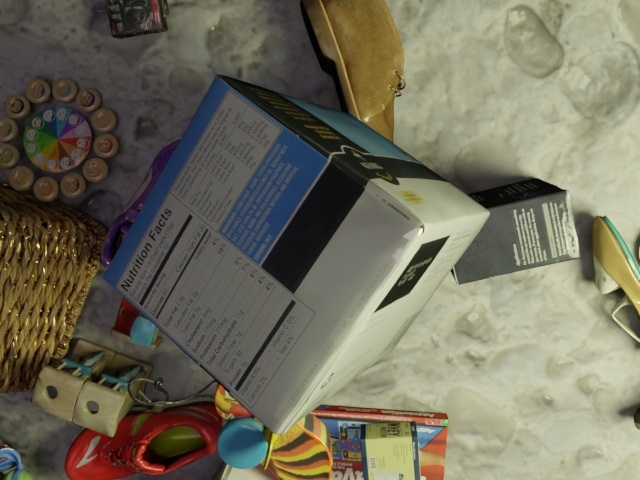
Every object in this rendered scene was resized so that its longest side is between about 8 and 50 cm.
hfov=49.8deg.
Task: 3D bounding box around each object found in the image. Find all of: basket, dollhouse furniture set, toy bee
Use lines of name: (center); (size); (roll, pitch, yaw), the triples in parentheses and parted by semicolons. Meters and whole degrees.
basket: (-0.501, 0.062, 1.027); (0.213, 0.223, 0.299); (30, 103, 35)
dollhouse furniture set: (-0.317, 0.159, 1.012); (0.129, 0.129, 0.184); (20, 102, 1)
toy bee: (-0.086, 0.228, 0.939); (0.298, 0.195, 0.162); (28, 106, -28)

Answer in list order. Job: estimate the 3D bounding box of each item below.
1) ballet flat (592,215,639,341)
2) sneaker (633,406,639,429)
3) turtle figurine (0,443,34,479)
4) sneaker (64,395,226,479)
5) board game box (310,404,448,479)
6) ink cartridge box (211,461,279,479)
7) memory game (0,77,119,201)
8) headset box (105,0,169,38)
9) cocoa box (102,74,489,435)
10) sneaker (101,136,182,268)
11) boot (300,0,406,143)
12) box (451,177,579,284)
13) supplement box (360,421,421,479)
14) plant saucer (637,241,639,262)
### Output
ballet flat: (0.432, 0.074, 0.969); (0.073, 0.080, 0.232); (-35, 95, 21)
sneaker: (0.538, 0.186, 0.986); (0.222, 0.083, 0.118); (-25, 86, 6)
turtle figurine: (-0.566, 0.466, 1.052); (0.266, 0.198, 0.275); (-10, 95, 10)
sneaker: (-0.270, 0.308, 1.040); (0.279, 0.118, 0.107); (-19, 97, 7)
board game box: (0.050, 0.330, 1.066); (0.281, 0.027, 0.145); (3, 101, 4)
ink cartridge box: (-0.108, 0.485, 1.035); (0.223, 0.129, 0.307); (31, 108, 0)
memory game: (-0.385, -0.147, 1.001); (0.186, 0.012, 0.186); (0, 84, -2)
headset box: (-0.256, -0.324, 0.975); (0.083, 0.032, 0.062); (-8, 99, 5)
cocoa box: (0.000, 0.000, 0.728); (0.228, 0.347, 0.231); (38, 106, 15)
sneaker: (-0.240, -0.039, 0.987); (0.095, 0.104, 0.236); (34, 99, 0)
boot: (0.077, -0.200, 0.939); (0.115, 0.112, 0.305); (-20, 95, -3)
box: (0.241, -0.017, 0.926); (0.158, 0.156, 0.093); (-13, 99, 7)
supplement box: (0.103, 0.318, 1.016); (0.083, 0.056, 0.083); (-4, 98, 5)
plant saucer: (0.496, 0.015, 0.984); (0.083, 0.013, 0.084); (1, 99, 4)
